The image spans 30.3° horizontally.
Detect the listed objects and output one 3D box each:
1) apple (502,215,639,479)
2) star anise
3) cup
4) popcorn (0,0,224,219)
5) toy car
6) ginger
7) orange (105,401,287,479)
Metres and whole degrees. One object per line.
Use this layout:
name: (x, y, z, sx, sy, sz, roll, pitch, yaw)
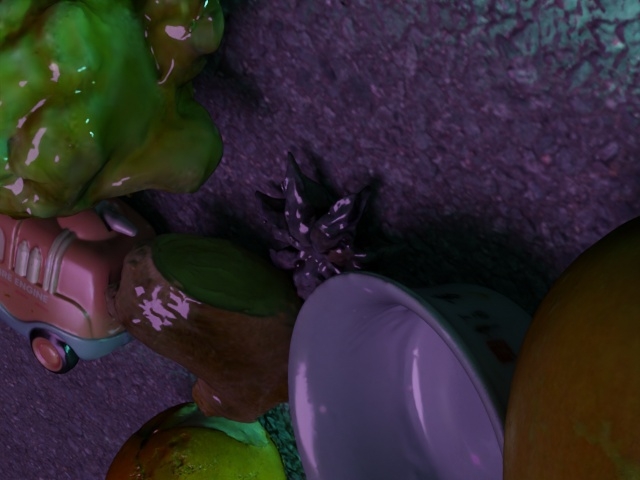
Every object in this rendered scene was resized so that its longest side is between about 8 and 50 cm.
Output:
apple: (0.301, 0.135, 0.850, 0.374, 0.374, 0.384, 50, -176, -7)
star anise: (0.000, 0.000, 1.199, 0.180, 0.061, 0.204, 49, 145, -6)
cup: (0.128, 0.181, 1.118, 0.347, 0.163, 0.347, 29, 125, 51)
popcorn: (-0.264, -0.158, 1.134, 0.335, 0.279, 0.274, 5, 110, 58)
toy car: (-0.316, 0.009, 1.437, 0.271, 0.180, 0.212, 28, 131, 21)
ginger: (-0.116, 0.105, 1.317, 0.276, 0.130, 0.221, 19, 133, 5)
orange: (-0.160, 0.324, 1.532, 0.240, 0.240, 0.240, 26, 141, 24)
